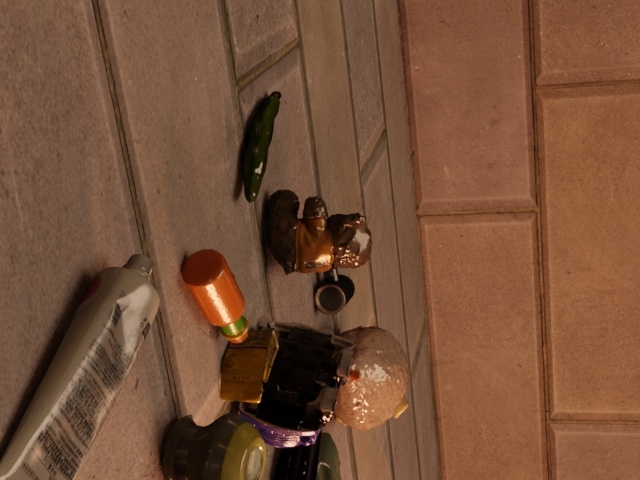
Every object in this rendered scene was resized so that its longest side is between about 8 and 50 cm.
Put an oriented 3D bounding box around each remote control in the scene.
[{"bbox_3d":[0.021,0.569,1.987,0.128,0.065,0.335,-60,146,-59],"label":"remote control"}]

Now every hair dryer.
[{"bbox_3d":[0.021,0.027,2.074,0.128,0.069,0.256,-28,111,-75],"label":"hair dryer"}]

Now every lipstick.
[{"bbox_3d":[-0.057,0.490,1.674,0.077,0.077,0.419,71,24,-49],"label":"lipstick"}]

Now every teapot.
[{"bbox_3d":[-0.146,0.311,1.264,0.130,0.119,0.166,33,64,-66],"label":"teapot"}]

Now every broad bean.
[{"bbox_3d":[-0.103,-0.180,1.639,0.060,0.043,0.298,87,10,-48],"label":"broad bean"}]

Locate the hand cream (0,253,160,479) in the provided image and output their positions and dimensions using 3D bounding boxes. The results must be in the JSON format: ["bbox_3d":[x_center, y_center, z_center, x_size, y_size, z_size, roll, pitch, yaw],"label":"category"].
[{"bbox_3d":[-0.254,0.149,1.002,0.124,0.077,0.341,74,28,-45],"label":"hand cream"}]

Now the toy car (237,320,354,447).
[{"bbox_3d":[-0.045,0.260,1.596,0.235,0.172,0.158,-66,165,-51],"label":"toy car"}]

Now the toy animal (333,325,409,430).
[{"bbox_3d":[0.102,0.306,2.090,0.358,0.188,0.227,6,78,-75],"label":"toy animal"}]

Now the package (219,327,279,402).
[{"bbox_3d":[-0.114,0.193,1.495,0.131,0.071,0.047,-70,160,-52],"label":"package"}]

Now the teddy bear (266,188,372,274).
[{"bbox_3d":[0.000,0.000,1.730,0.177,0.190,0.140,81,9,-46],"label":"teddy bear"}]

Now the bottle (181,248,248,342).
[{"bbox_3d":[-0.147,0.091,1.393,0.187,0.069,0.069,73,21,-50],"label":"bottle"}]
